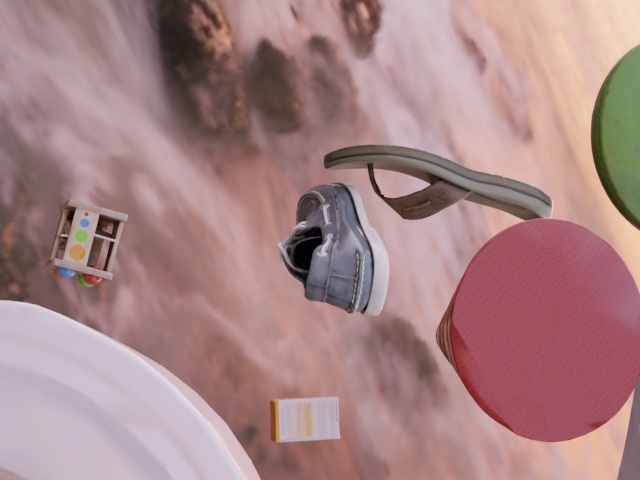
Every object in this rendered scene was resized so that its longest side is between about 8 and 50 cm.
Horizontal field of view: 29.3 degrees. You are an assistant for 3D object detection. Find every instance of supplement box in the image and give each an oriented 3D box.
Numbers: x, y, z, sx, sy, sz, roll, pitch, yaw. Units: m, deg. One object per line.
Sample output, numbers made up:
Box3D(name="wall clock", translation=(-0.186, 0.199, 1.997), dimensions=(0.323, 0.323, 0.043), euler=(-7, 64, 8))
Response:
Box3D(name="supplement box", translation=(-0.023, 0.263, 1.805), dimensions=(0.036, 0.098, 0.062), euler=(165, -76, -75))

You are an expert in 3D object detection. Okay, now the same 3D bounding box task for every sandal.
Box3D(name="sandal", translation=(0.147, -0.060, 1.571), dimensions=(0.120, 0.303, 0.086), euler=(42, 65, -87))

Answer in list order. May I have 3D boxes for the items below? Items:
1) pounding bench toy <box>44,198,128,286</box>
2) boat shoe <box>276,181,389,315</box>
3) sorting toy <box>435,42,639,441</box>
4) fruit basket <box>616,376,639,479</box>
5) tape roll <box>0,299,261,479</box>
Box3D(name="pounding bench toy", translation=(-0.208, 0.007, 1.070), dimensions=(0.052, 0.083, 0.065), euler=(16, 79, -18))
Box3D(name="boat shoe", translation=(0.000, 0.000, 1.513), dimensions=(0.319, 0.099, 0.116), euler=(-121, -143, -66))
Box3D(name="sorting toy", translation=(0.179, -0.035, 0.753), dimensions=(0.127, 0.365, 0.126), euler=(45, -20, -12))
Box3D(name="fruit basket", translation=(0.288, 0.193, 0.761), dimensions=(0.353, 0.165, 0.327), euler=(35, -59, 55))
Box3D(name="tape roll", translation=(-0.155, 0.169, 0.530), dimensions=(0.100, 0.286, 0.286), euler=(88, -16, -81))
